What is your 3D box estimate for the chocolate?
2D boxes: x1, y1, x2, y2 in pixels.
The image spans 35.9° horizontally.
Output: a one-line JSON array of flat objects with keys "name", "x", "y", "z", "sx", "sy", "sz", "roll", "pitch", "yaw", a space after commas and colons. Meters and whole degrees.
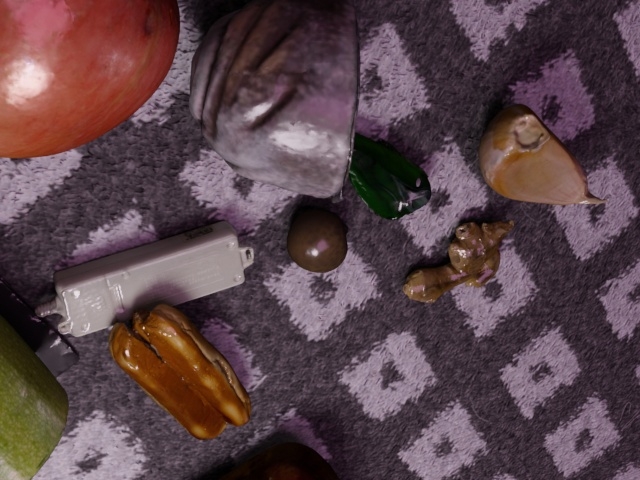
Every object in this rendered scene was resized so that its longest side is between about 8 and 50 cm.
[{"name": "chocolate", "x": -0.071, "y": -0.200, "z": 1.342, "sx": 0.213, "sy": 0.303, "sz": 0.303, "roll": 2, "pitch": 114, "yaw": -9}]

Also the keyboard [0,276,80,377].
[{"name": "keyboard", "x": -0.448, "y": 0.139, "z": 1.485, "sx": 0.074, "sy": 0.015, "sz": 0.196, "roll": -35, "pitch": 124, "yaw": -1}]

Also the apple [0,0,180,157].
[{"name": "apple", "x": -0.352, "y": -0.263, "z": 1.127, "sx": 0.363, "sy": 0.364, "sz": 0.364, "roll": -11, "pitch": 119, "yaw": -20}]

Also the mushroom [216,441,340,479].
[{"name": "mushroom", "x": -0.079, "y": 0.534, "z": 1.713, "sx": 0.345, "sy": 0.345, "sz": 0.259, "roll": -33, "pitch": 163, "yaw": -7}]

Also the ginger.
[{"name": "ginger", "x": 0.238, "y": 0.035, "z": 1.734, "sx": 0.214, "sy": 0.059, "sz": 0.133, "roll": -16, "pitch": 128, "yaw": -16}]

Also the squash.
[{"name": "squash", "x": -0.543, "y": 0.160, "z": 1.302, "sx": 0.263, "sy": 0.263, "sz": 0.384, "roll": -35, "pitch": 124, "yaw": -6}]

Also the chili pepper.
[{"name": "chili pepper", "x": 0.087, "y": -0.108, "z": 1.586, "sx": 0.216, "sy": 0.062, "sz": 0.108, "roll": 35, "pitch": 97, "yaw": -32}]

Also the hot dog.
[{"name": "hot dog", "x": -0.212, "y": 0.212, "z": 1.571, "sx": 0.135, "sy": 0.100, "sz": 0.337, "roll": -28, "pitch": 136, "yaw": 5}]

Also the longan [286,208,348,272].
[{"name": "longan", "x": 0.000, "y": 0.000, "z": 1.579, "sx": 0.113, "sy": 0.092, "sz": 0.113, "roll": -10, "pitch": 109, "yaw": -31}]

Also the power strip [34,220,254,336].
[{"name": "power strip", "x": -0.266, "y": 0.060, "z": 1.505, "sx": 0.338, "sy": 0.058, "sz": 0.098, "roll": -18, "pitch": 122, "yaw": -17}]

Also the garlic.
[{"name": "garlic", "x": 0.359, "y": -0.132, "z": 1.643, "sx": 0.245, "sy": 0.164, "sz": 0.145, "roll": 31, "pitch": 82, "yaw": -39}]
